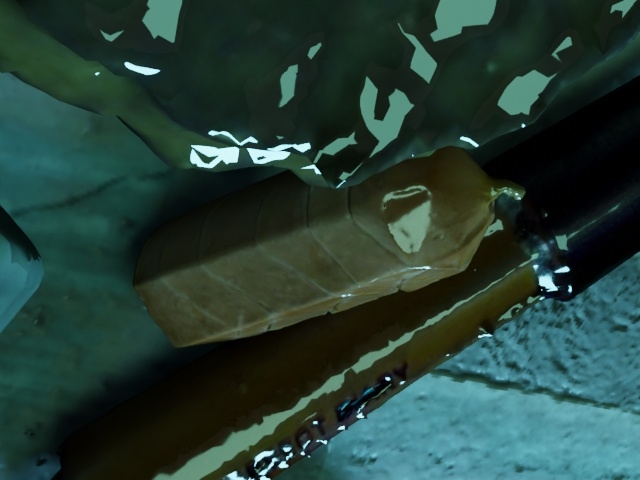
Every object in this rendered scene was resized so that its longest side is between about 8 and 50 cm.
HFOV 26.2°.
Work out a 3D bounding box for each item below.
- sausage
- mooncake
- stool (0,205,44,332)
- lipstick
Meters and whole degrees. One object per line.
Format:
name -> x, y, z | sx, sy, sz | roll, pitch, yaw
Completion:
sausage -> 0.000, 0.000, 0.543 | 0.065, 0.169, 0.065 | 18, 64, -40
mooncake -> -0.004, -0.180, 0.443 | 0.324, 0.187, 0.324 | -11, 120, -20
stool -> -0.273, 0.038, 0.357 | 0.330, 0.297, 0.297 | -44, 126, -7
lipstick -> 0.050, 0.025, 0.639 | 0.418, 0.077, 0.077 | -32, 124, -9
